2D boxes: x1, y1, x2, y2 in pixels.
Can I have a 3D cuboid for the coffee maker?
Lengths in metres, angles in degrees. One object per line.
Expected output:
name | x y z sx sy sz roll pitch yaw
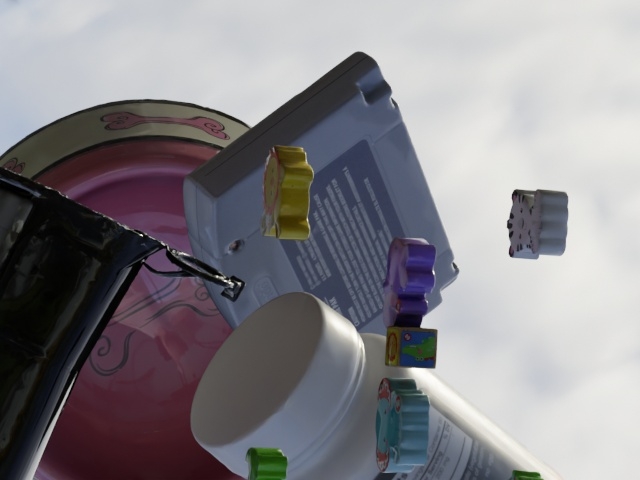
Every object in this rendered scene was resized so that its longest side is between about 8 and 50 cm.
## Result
coffee maker | -0.164 0.062 1.104 0.171 0.120 0.178 25 -92 19

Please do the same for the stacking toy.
stacking toy | 0.044 0.065 1.101 0.167 0.221 0.052 5 177 -16

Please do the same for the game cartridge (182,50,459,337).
game cartridge | 0.000 0.000 1.600 0.196 0.294 0.060 -40 -127 -13

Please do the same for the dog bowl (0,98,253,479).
dog bowl | -0.159 0.077 1.877 0.408 0.408 0.150 -32 -166 -4

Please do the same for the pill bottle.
pill bottle | 0.048 0.171 1.496 0.161 0.283 0.161 -37 -150 25
